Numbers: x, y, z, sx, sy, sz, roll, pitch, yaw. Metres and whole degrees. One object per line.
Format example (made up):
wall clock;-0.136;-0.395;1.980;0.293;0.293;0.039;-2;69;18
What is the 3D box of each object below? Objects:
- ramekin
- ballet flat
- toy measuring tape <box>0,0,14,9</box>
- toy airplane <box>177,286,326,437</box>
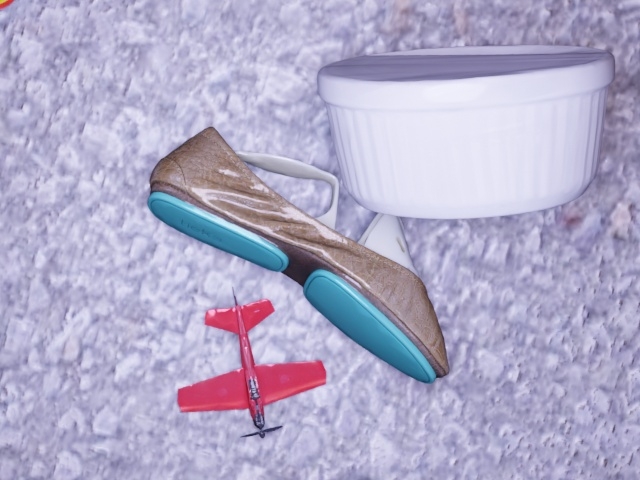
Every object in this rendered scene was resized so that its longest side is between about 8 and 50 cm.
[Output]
ramekin;0.135;-0.103;1.445;0.273;0.273;0.127;-5;103;-4
ballet flat;0.000;0.000;1.518;0.342;0.116;0.124;32;69;0
toy measuring tape;-0.282;-0.310;1.498;0.330;0.121;0.121;-40;93;-19
toy airplane;-0.068;0.119;1.541;0.151;0.028;0.151;0;90;-6
